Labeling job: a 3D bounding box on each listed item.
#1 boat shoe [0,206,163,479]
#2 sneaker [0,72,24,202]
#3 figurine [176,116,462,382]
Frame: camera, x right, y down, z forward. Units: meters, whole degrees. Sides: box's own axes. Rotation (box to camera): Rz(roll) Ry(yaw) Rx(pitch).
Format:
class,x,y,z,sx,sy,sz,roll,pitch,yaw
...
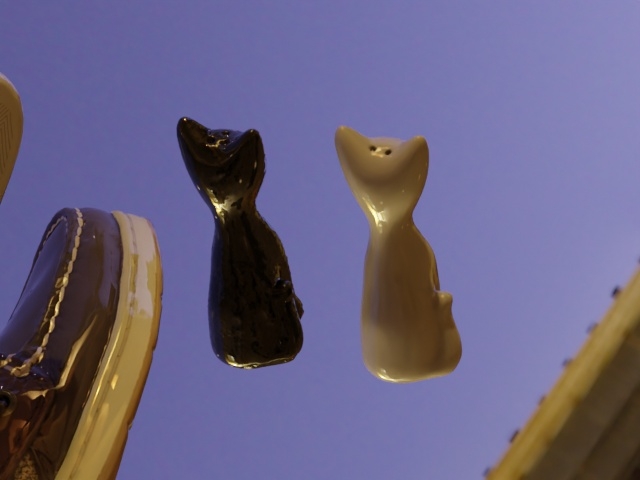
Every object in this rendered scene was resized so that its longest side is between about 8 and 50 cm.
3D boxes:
class,x,y,z,sx,sy,sz,roll,pitch,yaw
boat shoe,-0.128,0.091,0.437,0.103,0.092,0.285,-46,24,49
sneaker,-0.198,0.011,0.400,0.217,0.121,0.079,-55,-21,-1
figurine,0.000,0.000,0.981,0.092,0.215,0.209,-58,-36,-50
